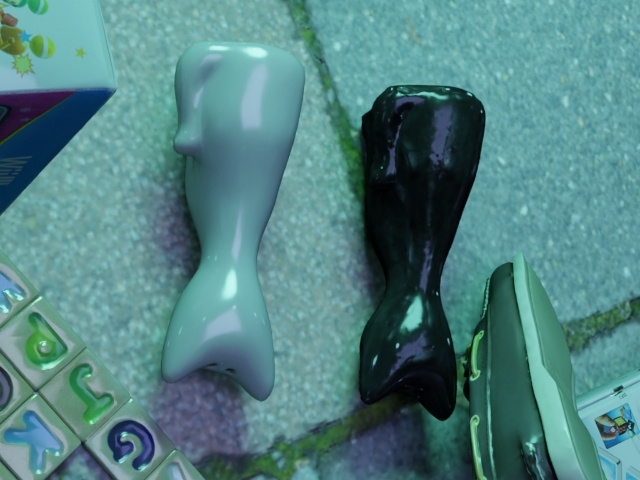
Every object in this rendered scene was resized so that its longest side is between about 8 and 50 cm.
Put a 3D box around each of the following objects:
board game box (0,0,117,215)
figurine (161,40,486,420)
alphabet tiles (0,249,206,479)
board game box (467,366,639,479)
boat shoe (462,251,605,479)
[{"bbox_3d":[-0.271,-0.061,0.492,0.303,0.224,0.097,-9,81,-31],"label":"board game box"},{"bbox_3d":[0.000,0.000,0.715,0.215,0.092,0.209,9,76,-27],"label":"figurine"},{"bbox_3d":[-0.194,0.147,0.605,0.198,0.009,0.237,50,58,-9],"label":"alphabet tiles"},{"bbox_3d":[0.243,0.244,0.783,0.193,0.053,0.305,-20,87,-22],"label":"board game box"},{"bbox_3d":[0.121,0.087,0.726,0.081,0.069,0.227,56,19,-25],"label":"boat shoe"}]
